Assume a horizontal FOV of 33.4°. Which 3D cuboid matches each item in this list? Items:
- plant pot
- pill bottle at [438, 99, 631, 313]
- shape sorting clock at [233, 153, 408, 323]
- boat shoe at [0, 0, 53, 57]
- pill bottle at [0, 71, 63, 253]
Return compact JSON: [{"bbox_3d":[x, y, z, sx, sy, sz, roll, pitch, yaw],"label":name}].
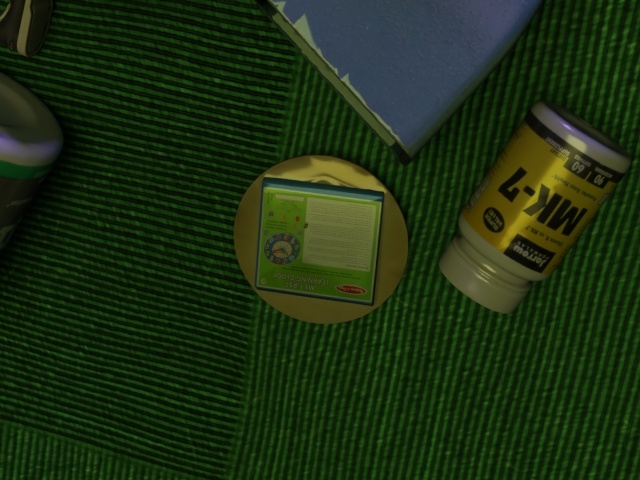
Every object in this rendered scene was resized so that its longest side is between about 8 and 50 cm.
[{"bbox_3d":[0.097,-0.250,1.057,0.252,0.248,0.247,-42,90,4],"label":"plant pot"},{"bbox_3d":[0.222,-0.033,1.133,0.119,0.119,0.208,33,110,5],"label":"pill bottle"},{"bbox_3d":[0.000,0.000,1.241,0.206,0.040,0.206,3,105,11],"label":"shape sorting clock"},{"bbox_3d":[-0.342,-0.318,1.239,0.065,0.075,0.206,22,113,7],"label":"boat shoe"},{"bbox_3d":[-0.478,-0.027,1.278,0.204,0.204,0.361,38,110,4],"label":"pill bottle"}]
